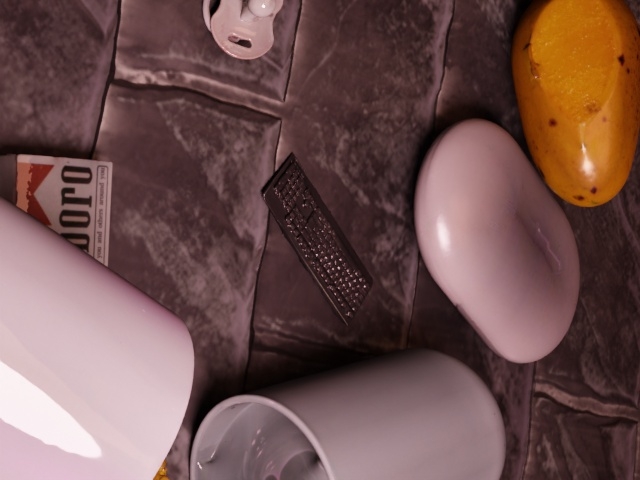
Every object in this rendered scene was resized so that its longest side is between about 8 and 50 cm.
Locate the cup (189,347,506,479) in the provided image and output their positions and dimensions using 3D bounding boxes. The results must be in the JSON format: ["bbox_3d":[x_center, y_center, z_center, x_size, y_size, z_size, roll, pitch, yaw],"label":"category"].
[{"bbox_3d":[0.044,0.228,1.689,0.312,0.205,0.205,-12,100,-46],"label":"cup"}]

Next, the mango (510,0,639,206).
[{"bbox_3d":[0.314,-0.170,1.976,0.191,0.160,0.290,65,23,-66],"label":"mango"}]

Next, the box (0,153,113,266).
[{"bbox_3d":[-0.245,0.012,1.502,0.115,0.036,0.177,2,90,-46],"label":"box"}]

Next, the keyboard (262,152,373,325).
[{"bbox_3d":[0.001,0.000,1.775,0.074,0.015,0.196,-53,127,-32],"label":"keyboard"}]

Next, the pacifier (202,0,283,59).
[{"bbox_3d":[-0.073,-0.235,1.648,0.082,0.078,0.099,17,79,-24],"label":"pacifier"}]

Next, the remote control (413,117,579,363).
[{"bbox_3d":[0.213,0.003,1.932,0.332,0.103,0.221,49,53,-36],"label":"remote control"}]

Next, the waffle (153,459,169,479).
[{"bbox_3d":[-0.226,0.278,1.520,0.232,0.051,0.228,2,89,-47],"label":"waffle"}]

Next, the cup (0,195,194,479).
[{"bbox_3d":[-0.302,0.080,1.287,0.371,0.253,0.253,38,64,-31],"label":"cup"}]
